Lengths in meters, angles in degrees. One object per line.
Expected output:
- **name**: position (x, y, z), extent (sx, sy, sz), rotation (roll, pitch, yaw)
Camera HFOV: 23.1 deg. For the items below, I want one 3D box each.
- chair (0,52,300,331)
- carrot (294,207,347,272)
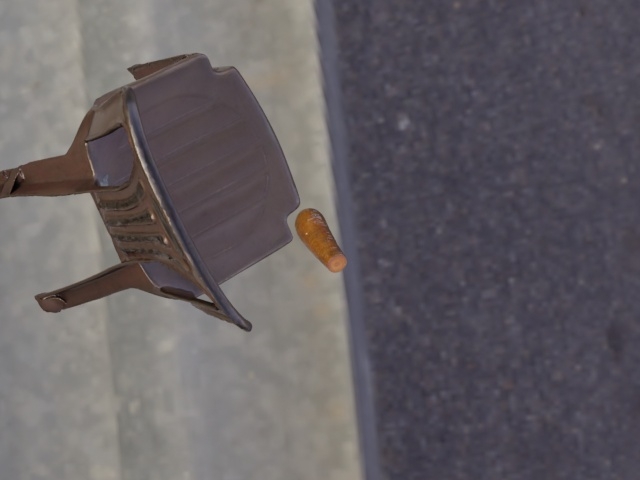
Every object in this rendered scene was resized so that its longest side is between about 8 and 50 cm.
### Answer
- **chair**: position (-0.097, -0.041, 1.105), extent (0.183, 0.326, 0.175), rotation (-32, 104, -27)
- **carrot**: position (0.000, 0.000, 1.518), extent (0.032, 0.032, 0.093), rotation (41, 9, -37)
